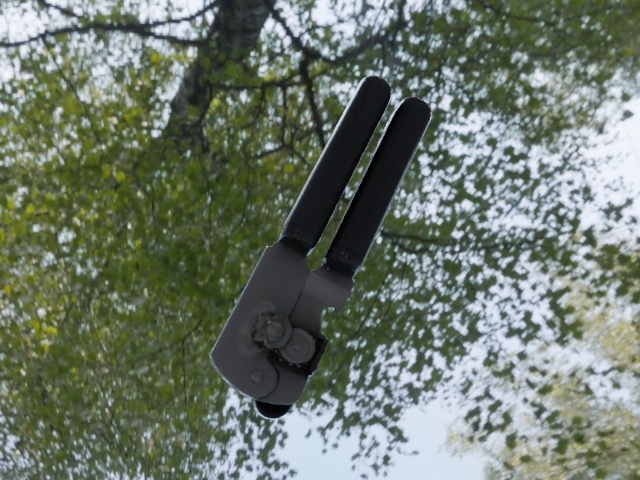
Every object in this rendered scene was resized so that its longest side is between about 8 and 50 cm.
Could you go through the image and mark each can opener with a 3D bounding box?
[{"bbox_3d":[0.000,0.000,0.668,0.074,0.093,0.280,27,-105,-4],"label":"can opener"}]
